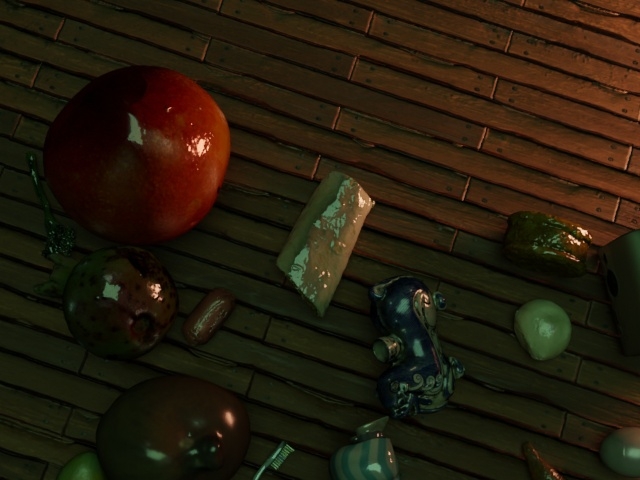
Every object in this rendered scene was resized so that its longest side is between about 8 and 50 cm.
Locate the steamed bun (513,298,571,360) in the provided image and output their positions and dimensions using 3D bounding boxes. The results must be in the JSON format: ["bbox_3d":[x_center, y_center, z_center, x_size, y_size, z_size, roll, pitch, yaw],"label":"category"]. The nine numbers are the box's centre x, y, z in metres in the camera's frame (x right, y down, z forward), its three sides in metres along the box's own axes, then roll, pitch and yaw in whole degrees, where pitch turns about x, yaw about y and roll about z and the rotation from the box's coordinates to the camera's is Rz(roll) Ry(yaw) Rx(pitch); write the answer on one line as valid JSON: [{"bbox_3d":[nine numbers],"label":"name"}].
[{"bbox_3d":[0.478,0.186,1.717,0.112,0.091,0.130,-19,80,-8],"label":"steamed bun"}]

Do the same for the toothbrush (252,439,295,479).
[{"bbox_3d":[-0.177,0.566,1.639,0.037,0.028,0.375,38,79,-2],"label":"toothbrush"}]

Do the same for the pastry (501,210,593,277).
[{"bbox_3d":[0.482,0.009,1.713,0.188,0.189,0.103,18,81,1],"label":"pastry"}]

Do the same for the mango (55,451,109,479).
[{"bbox_3d":[-0.470,0.519,1.603,0.130,0.092,0.195,5,74,0],"label":"mango"}]

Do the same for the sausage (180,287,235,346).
[{"bbox_3d":[-0.236,0.161,1.697,0.076,0.076,0.141,38,82,5],"label":"sausage"}]

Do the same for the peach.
[{"bbox_3d":[-0.360,-0.173,1.612,0.388,0.388,0.388,1,78,-3],"label":"peach"}]

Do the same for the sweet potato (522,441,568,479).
[{"bbox_3d":[0.525,0.546,1.656,0.314,0.072,0.066,45,58,8],"label":"sweet potato"}]

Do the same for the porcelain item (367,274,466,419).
[{"bbox_3d":[0.171,0.216,1.644,0.186,0.138,0.288,-11,83,-35],"label":"porcelain item"}]

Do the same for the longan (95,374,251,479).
[{"bbox_3d":[-0.278,0.385,1.550,0.300,0.300,0.243,-9,102,-5],"label":"longan"}]

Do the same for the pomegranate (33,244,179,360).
[{"bbox_3d":[-0.431,0.126,1.645,0.242,0.306,0.242,2,88,-47],"label":"pomegranate"}]

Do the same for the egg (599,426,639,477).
[{"bbox_3d":[0.645,0.437,1.666,0.135,0.103,0.103,0,78,-2],"label":"egg"}]

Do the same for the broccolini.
[{"bbox_3d":[-0.593,-0.078,1.740,0.071,0.057,0.254,-13,79,-49],"label":"broccolini"}]

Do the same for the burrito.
[{"bbox_3d":[0.004,0.002,1.727,0.143,0.105,0.299,26,77,-1],"label":"burrito"}]

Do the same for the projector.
[{"bbox_3d":[0.745,0.094,1.668,0.248,0.248,0.249,-11,79,-5],"label":"projector"}]

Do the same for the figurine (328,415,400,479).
[{"bbox_3d":[-0.001,0.562,1.528,0.377,0.266,0.361,-10,66,-13],"label":"figurine"}]
